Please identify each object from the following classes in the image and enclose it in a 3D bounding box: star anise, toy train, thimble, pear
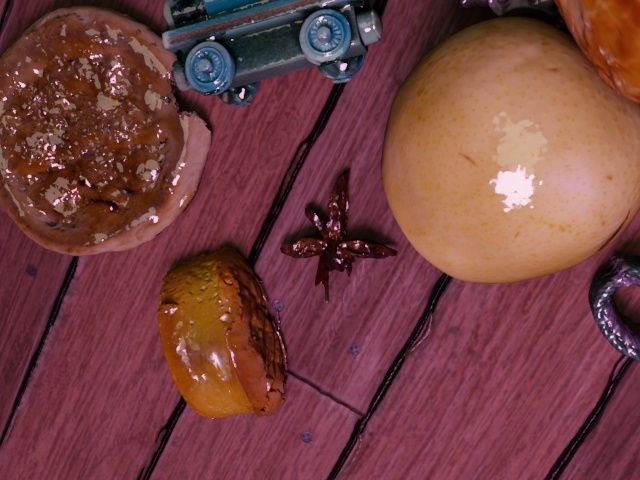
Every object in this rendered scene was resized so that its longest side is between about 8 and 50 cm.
[{"bbox_3d":[0.009,0.004,0.915,0.158,0.144,0.140,-41,80,17],"label":"star anise"},{"bbox_3d":[-0.070,-0.298,0.896,0.298,0.120,0.194,-11,90,14],"label":"toy train"},{"bbox_3d":[0.413,0.087,0.852,0.135,0.090,0.119,32,105,7],"label":"thimble"},{"bbox_3d":[0.212,-0.095,0.767,0.309,0.309,0.310,2,100,13],"label":"pear"}]

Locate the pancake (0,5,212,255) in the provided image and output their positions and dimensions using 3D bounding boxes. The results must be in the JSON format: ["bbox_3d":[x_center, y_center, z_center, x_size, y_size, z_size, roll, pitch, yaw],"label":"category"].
[{"bbox_3d":[-0.346,-0.164,1.006,0.381,0.071,0.383,2,101,11],"label":"pancake"}]

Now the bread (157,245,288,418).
[{"bbox_3d":[-0.149,0.148,0.974,0.160,0.147,0.261,-11,96,13],"label":"bread"}]

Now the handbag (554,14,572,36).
[{"bbox_3d":[0.386,-0.322,0.807,0.127,0.063,0.190,28,102,8],"label":"handbag"}]

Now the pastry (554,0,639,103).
[{"bbox_3d":[0.370,-0.260,0.548,0.388,0.388,0.313,42,143,4],"label":"pastry"}]

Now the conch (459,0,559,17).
[{"bbox_3d":[0.248,-0.378,0.736,0.240,0.186,0.313,39,70,4],"label":"conch"}]
